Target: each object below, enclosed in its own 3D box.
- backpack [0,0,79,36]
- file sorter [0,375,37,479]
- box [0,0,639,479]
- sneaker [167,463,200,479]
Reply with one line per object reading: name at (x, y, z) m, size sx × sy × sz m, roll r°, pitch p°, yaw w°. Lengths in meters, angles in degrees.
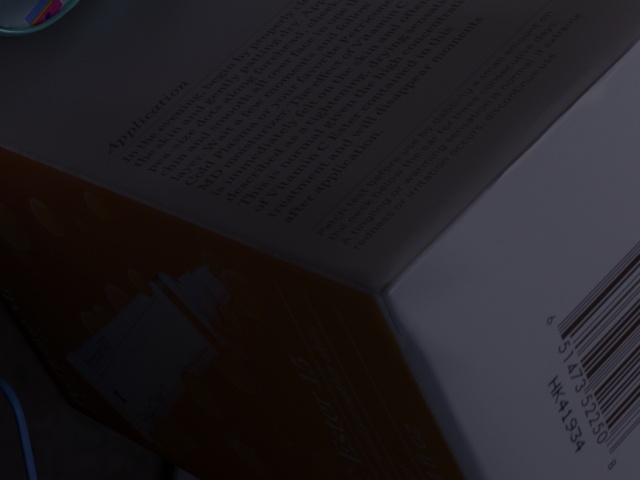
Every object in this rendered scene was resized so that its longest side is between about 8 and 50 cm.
backpack at (-0.125, -0.178, 0.792) m, size 0.188 × 0.144 × 0.166 m, roll -49°, pitch 136°, yaw -15°
file sorter at (-0.217, 0.124, 0.834) m, size 0.170 × 0.104 × 0.118 m, roll -23°, pitch 118°, yaw -34°
box at (0.000, 0.000, 0.819) m, size 0.168 × 0.345 × 0.215 m, roll -44°, pitch 128°, yaw -22°
sneaker at (0.017, 0.271, 0.985) m, size 0.169 × 0.257 × 0.447 m, roll 1°, pitch 104°, yaw -42°
